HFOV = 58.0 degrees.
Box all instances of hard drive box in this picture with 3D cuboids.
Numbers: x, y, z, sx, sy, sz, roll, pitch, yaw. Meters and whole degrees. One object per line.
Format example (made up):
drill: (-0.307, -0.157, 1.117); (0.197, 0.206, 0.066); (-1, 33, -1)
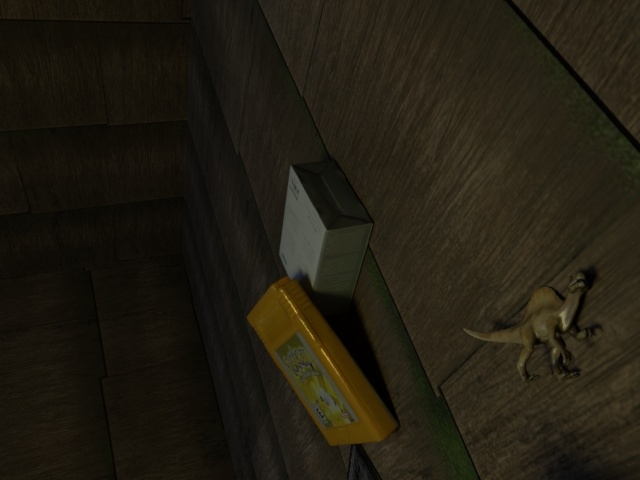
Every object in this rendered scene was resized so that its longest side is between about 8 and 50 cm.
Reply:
hard drive box: (0.000, 0.000, 1.061); (0.232, 0.089, 0.181); (103, 151, -44)

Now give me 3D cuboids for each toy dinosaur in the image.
toy dinosaur: (0.225, 0.096, 0.592); (0.183, 0.053, 0.093); (128, 145, -53)

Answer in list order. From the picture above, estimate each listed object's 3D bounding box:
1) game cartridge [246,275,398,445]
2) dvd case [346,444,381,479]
game cartridge: (-0.016, 0.238, 1.095); (0.324, 0.052, 0.285); (53, 154, 7)
dvd case: (0.104, 0.517, 1.097); (0.221, 0.018, 0.165); (-129, 37, -54)
